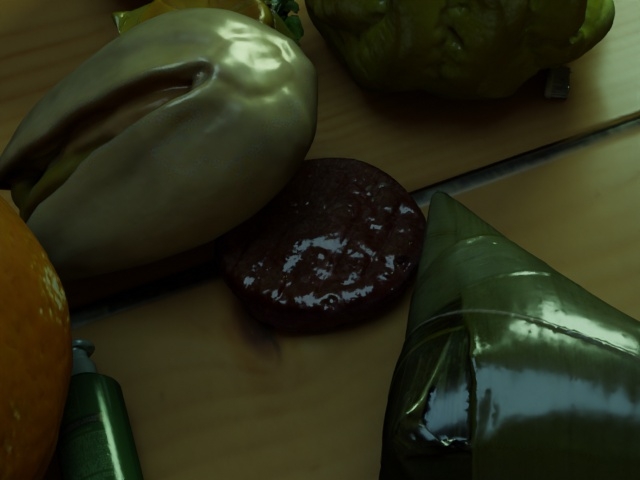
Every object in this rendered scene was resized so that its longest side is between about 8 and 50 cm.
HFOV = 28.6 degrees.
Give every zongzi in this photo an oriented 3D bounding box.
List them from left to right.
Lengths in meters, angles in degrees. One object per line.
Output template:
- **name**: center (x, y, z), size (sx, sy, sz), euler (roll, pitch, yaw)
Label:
- **zongzi**: center (0.201, 0.073, 0.910), size (0.290, 0.154, 0.317), euler (7, 46, 6)

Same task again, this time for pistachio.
- **pistachio**: center (-0.138, -0.077, 1.056), size (0.299, 0.187, 0.187), euler (-28, 47, 17)

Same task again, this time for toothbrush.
- **toothbrush**: center (0.241, -0.231, 1.231), size (0.024, 0.018, 0.257), euler (5, 52, 11)

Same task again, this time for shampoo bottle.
- **shampoo bottle**: center (-0.173, 0.160, 0.952), size (0.065, 0.065, 0.204), euler (-18, 50, -5)

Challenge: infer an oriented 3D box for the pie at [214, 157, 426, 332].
- **pie**: center (0.000, 0.000, 1.063), size (0.182, 0.049, 0.182), euler (-4, 51, 5)

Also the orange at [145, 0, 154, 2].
- **orange**: center (-0.157, -0.336, 1.299), size (0.193, 0.161, 0.193), euler (-6, 45, 6)

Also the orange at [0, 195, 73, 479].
- **orange**: center (-0.386, 0.078, 0.859), size (0.424, 0.326, 0.423), euler (0, 47, 0)

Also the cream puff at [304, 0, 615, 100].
- **cream puff**: center (0.121, -0.298, 1.148), size (0.291, 0.257, 0.324), euler (0, 50, 12)

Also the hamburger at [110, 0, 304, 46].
- **hamburger**: center (-0.105, -0.180, 1.202), size (0.190, 0.093, 0.164), euler (-18, 52, -3)
